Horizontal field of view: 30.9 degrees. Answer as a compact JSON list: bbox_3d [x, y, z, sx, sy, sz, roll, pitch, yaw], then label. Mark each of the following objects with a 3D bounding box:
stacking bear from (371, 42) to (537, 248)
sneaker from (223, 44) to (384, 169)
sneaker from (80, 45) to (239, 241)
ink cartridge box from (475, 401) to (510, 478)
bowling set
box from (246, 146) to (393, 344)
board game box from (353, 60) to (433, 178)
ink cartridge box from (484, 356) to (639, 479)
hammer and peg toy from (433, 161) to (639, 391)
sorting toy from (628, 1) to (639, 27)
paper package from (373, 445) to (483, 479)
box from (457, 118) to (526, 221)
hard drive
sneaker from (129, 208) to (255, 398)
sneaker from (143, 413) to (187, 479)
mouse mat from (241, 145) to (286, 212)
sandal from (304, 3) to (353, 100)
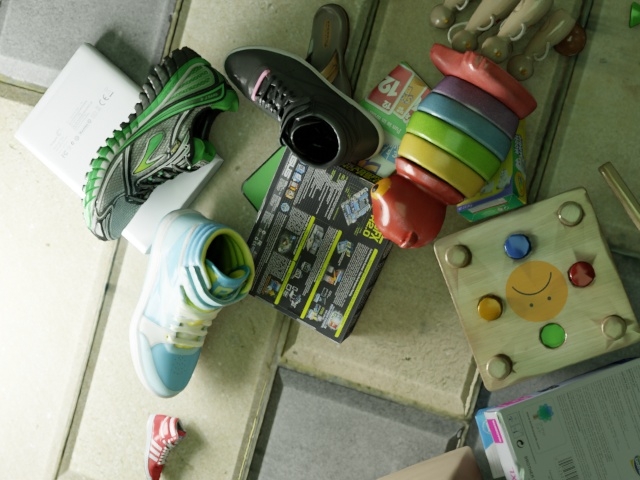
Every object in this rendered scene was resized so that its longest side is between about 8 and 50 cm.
[{"bbox_3d":[0.178,-0.122,1.717,0.164,0.175,0.289,32,92,-25],"label":"stacking bear"},{"bbox_3d":[-0.048,-0.212,1.801,0.295,0.147,0.105,34,114,12],"label":"sneaker"},{"bbox_3d":[-0.264,-0.138,1.880,0.146,0.134,0.344,36,98,10],"label":"sneaker"},{"bbox_3d":[0.345,0.297,1.818,0.180,0.060,0.104,-17,87,13],"label":"ink cartridge box"},{"bbox_3d":[0.303,-0.307,1.769,0.200,0.287,0.154,36,107,-23],"label":"bowling set"},{"bbox_3d":[0.000,0.000,1.871,0.216,0.060,0.270,27,110,11],"label":"box"},{"bbox_3d":[0.084,-0.159,1.892,0.259,0.039,0.124,-44,80,13],"label":"board game box"},{"bbox_3d":[0.417,0.295,1.753,0.311,0.065,0.186,-17,87,-16],"label":"ink cartridge box"},{"bbox_3d":[0.379,0.051,1.775,0.361,0.127,0.266,-22,84,13],"label":"hammer and peg toy"},{"bbox_3d":[0.587,-0.443,1.761,0.347,0.047,0.196,-23,90,13],"label":"sorting toy"},{"bbox_3d":[0.107,0.458,1.742,0.309,0.325,0.168,-22,86,12],"label":"paper package"},{"bbox_3d":[0.265,-0.127,1.792,0.105,0.043,0.179,-20,52,37],"label":"box"},{"bbox_3d":[-0.348,-0.158,1.991,0.318,0.040,0.210,41,99,10],"label":"hard drive"},{"bbox_3d":[-0.204,0.113,1.871,0.208,0.127,0.319,11,95,54],"label":"sneaker"},{"bbox_3d":[-0.263,0.356,1.975,0.067,0.042,0.119,1,89,17],"label":"sneaker"},{"bbox_3d":[-0.029,-0.087,1.907,0.189,0.007,0.153,-41,83,25],"label":"mouse mat"},{"bbox_3d":[0.006,-0.278,1.882,0.090,0.060,0.219,4,91,35],"label":"sandal"}]
